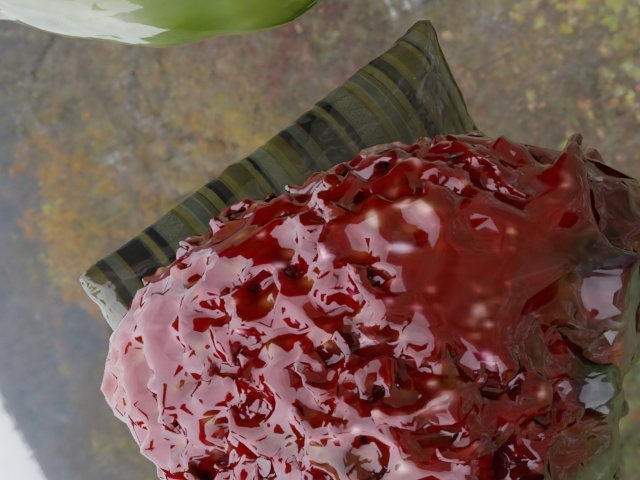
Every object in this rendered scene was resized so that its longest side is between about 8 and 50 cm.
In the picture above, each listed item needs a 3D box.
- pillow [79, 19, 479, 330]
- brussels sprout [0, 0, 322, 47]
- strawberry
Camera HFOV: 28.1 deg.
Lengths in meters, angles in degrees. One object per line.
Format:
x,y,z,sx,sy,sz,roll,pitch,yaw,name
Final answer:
0.000,0.000,0.568,0.038,0.203,0.113,10,133,58,pillow
-0.093,-0.216,0.433,0.317,0.242,0.274,52,-179,20,brussels sprout
0.020,0.050,0.449,0.184,0.201,0.187,-61,-22,-57,strawberry
